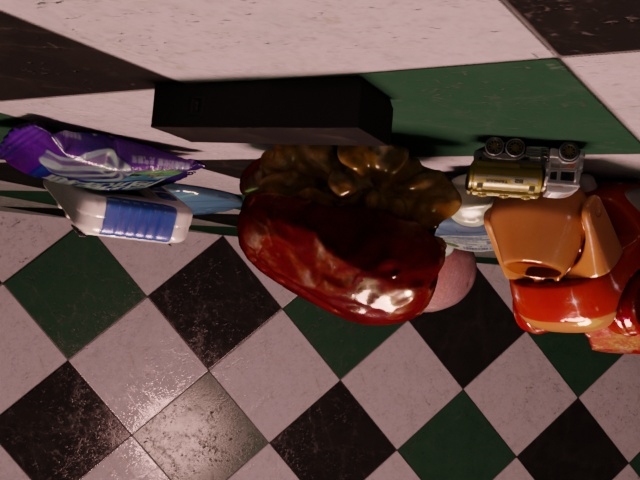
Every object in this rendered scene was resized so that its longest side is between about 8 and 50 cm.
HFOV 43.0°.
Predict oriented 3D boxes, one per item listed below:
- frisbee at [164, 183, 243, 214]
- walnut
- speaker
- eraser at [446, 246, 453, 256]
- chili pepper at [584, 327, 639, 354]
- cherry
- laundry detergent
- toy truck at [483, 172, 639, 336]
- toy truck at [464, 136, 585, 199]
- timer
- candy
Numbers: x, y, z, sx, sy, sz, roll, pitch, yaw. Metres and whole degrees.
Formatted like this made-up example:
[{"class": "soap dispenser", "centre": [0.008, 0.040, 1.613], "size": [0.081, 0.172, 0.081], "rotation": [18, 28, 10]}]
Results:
[{"class": "frisbee", "centre": [-0.304, -0.078, 1.686], "size": [0.289, 0.049, 0.289], "rotation": [6, 176, 0]}, {"class": "walnut", "centre": [0.023, -0.027, 0.979], "size": [0.269, 0.222, 0.244], "rotation": [13, 145, 4]}, {"class": "speaker", "centre": [-0.047, -0.118, 0.765], "size": [0.218, 0.044, 0.082], "rotation": [4, 176, 27]}, {"class": "eraser", "centre": [0.109, -0.020, 1.563], "size": [0.189, 0.104, 0.290], "rotation": [8, 178, 41]}, {"class": "chili pepper", "centre": [0.673, 0.120, 1.676], "size": [0.305, 0.251, 0.229], "rotation": [-2, 168, 23]}, {"class": "cherry", "centre": [0.225, 0.064, 1.796], "size": [0.239, 0.206, 0.239], "rotation": [13, -161, -5]}, {"class": "laundry detergent", "centre": [0.219, -0.046, 1.187], "size": [0.143, 0.094, 0.290], "rotation": [8, 174, 13]}, {"class": "toy truck", "centre": [0.329, -0.010, 1.042], "size": [0.189, 0.239, 0.265], "rotation": [-5, -149, 46]}, {"class": "toy truck", "centre": [0.221, -0.075, 0.883], "size": [0.123, 0.063, 0.052], "rotation": [5, 175, 8]}, {"class": "timer", "centre": [-0.324, -0.060, 1.274], "size": [0.178, 0.078, 0.253], "rotation": [7, -164, -33]}, {"class": "candy", "centre": [-0.303, -0.110, 1.116], "size": [0.275, 0.070, 0.145], "rotation": [11, 165, -40]}]
